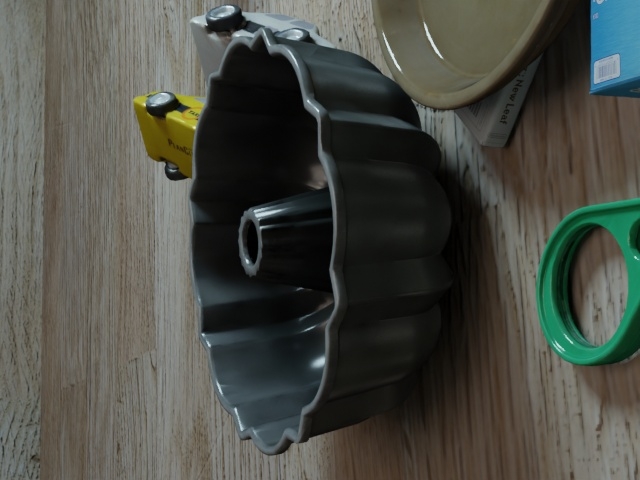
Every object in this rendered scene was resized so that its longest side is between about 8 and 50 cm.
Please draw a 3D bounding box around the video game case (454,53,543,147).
[{"bbox_3d":[0.113,-0.202,0.781,0.212,0.023,0.193,-116,36,-49],"label":"video game case"}]

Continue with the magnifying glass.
[{"bbox_3d":[0.186,-0.005,0.594,0.231,0.026,0.092,124,142,-53],"label":"magnifying glass"}]

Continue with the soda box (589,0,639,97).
[{"bbox_3d":[0.210,-0.111,0.483,0.210,0.071,0.067,174,97,-67],"label":"soda box"}]

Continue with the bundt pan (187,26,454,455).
[{"bbox_3d":[0.000,0.000,0.877,0.331,0.124,0.330,178,90,-67],"label":"bundt pan"}]

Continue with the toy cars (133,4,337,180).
[{"bbox_3d":[-0.075,-0.142,1.125,0.176,0.087,0.394,55,151,-2],"label":"toy cars"}]

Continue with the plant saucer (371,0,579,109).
[{"bbox_3d":[0.107,-0.222,0.715,0.278,0.041,0.277,-176,90,-67],"label":"plant saucer"}]
